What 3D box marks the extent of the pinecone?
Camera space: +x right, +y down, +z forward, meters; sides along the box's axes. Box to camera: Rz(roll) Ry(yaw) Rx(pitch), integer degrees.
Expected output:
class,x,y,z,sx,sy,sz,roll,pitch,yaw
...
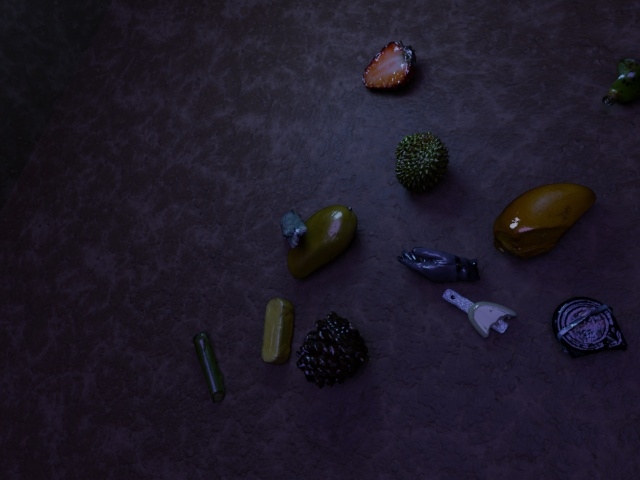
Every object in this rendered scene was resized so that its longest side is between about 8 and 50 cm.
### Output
class,x,y,z,sx,sy,sz,roll,pitch,yaw
pinecone,0.041,0.381,1.612,0.224,0.224,0.272,44,111,25

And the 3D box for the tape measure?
class,x,y,z,sx,sy,sz,roll,pitch,yaw
tape measure,0.806,0.263,1.440,0.182,0.107,0.180,-12,73,15

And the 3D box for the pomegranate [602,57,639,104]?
class,x,y,z,sx,sy,sz,roll,pitch,yaw
pomegranate,1.035,-0.522,1.576,0.122,0.143,0.169,22,74,23

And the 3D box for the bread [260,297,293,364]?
class,x,y,z,sx,sy,sz,roll,pitch,yaw
bread,-0.162,0.339,1.761,0.102,0.094,0.245,-5,72,27

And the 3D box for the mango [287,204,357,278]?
class,x,y,z,sx,sy,sz,roll,pitch,yaw
mango,-0.001,-0.007,1.780,0.332,0.142,0.195,-37,52,15

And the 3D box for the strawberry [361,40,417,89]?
class,x,y,z,sx,sy,sz,roll,pitch,yaw
strawberry,0.291,-0.689,1.917,0.237,0.111,0.190,-17,79,38

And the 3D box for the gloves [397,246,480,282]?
class,x,y,z,sx,sy,sz,roll,pitch,yaw
gloves,0.406,0.082,1.623,0.286,0.142,0.119,12,50,23

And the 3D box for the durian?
class,x,y,z,sx,sy,sz,roll,pitch,yaw
durian,0.359,-0.275,1.693,0.200,0.237,0.176,-19,73,-4

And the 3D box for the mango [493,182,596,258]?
class,x,y,z,sx,sy,sz,roll,pitch,yaw
mango,0.732,-0.078,1.528,0.350,0.201,0.199,-33,95,-1

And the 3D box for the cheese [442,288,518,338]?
class,x,y,z,sx,sy,sz,roll,pitch,yaw
cheese,0.520,0.233,1.577,0.235,0.050,0.127,34,88,23

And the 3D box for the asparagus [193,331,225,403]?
class,x,y,z,sx,sy,sz,roll,pitch,yaw
asparagus,-0.431,0.487,1.825,0.067,0.060,0.277,-27,68,-1

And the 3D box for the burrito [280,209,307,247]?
class,x,y,z,sx,sy,sz,roll,pitch,yaw
burrito,-0.109,-0.051,1.783,0.066,0.309,0.096,36,98,-18
